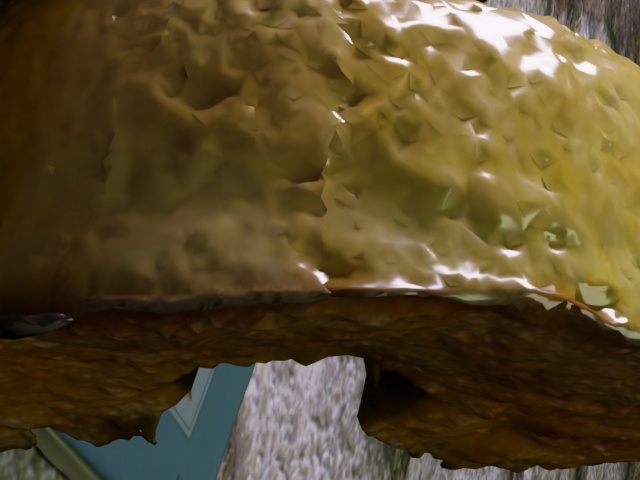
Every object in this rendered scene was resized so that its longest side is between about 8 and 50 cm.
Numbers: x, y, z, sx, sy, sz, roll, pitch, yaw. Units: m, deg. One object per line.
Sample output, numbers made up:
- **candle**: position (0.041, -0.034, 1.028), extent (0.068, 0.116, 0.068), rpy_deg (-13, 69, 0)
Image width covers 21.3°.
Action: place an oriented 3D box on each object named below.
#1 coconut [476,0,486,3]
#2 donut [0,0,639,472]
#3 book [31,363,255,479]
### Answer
- **coconut**: position (-0.036, -0.209, 0.772), extent (0.323, 0.323, 0.323), rpy_deg (7, 90, -68)
- **donut**: position (0.000, 0.000, 0.745), extent (0.377, 0.435, 0.164), rpy_deg (134, -41, -71)
- **book**: position (-0.078, -0.006, 1.084), extent (0.264, 0.031, 0.379), rpy_deg (64, 40, -53)
